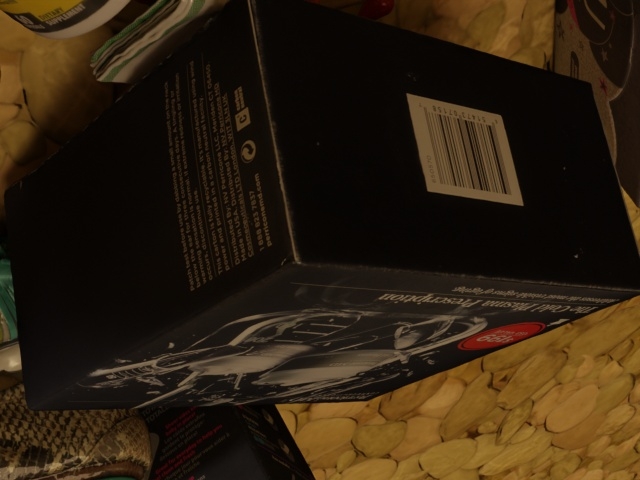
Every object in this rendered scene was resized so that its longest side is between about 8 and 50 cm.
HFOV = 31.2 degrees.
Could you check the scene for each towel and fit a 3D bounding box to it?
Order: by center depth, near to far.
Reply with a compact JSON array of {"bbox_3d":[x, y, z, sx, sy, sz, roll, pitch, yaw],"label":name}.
[{"bbox_3d":[-0.060,-0.120,0.760,0.152,0.023,0.113,9,156,-42],"label":"towel"}]

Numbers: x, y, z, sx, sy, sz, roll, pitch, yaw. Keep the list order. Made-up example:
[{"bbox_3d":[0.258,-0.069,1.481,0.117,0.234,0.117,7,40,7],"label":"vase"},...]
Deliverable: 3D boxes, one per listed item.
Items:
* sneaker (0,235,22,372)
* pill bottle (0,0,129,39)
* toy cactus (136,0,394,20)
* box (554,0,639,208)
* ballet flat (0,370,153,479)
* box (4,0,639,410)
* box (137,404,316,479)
[{"bbox_3d":[-0.264,0.042,0.896,0.275,0.107,0.110,-11,124,-36],"label":"sneaker"},{"bbox_3d":[-0.195,-0.211,0.636,0.119,0.119,0.208,-42,140,12],"label":"pill bottle"},{"bbox_3d":[-0.062,-0.153,0.818,0.219,0.112,0.180,6,138,-49],"label":"toy cactus"},{"bbox_3d":[0.291,-0.180,0.965,0.142,0.163,0.247,-21,140,-9],"label":"box"},{"bbox_3d":[-0.375,0.183,0.888,0.483,0.182,0.164,-14,158,-26],"label":"ballet flat"},{"bbox_3d":[0.000,0.000,0.842,0.343,0.178,0.312,6,156,-41],"label":"box"},{"bbox_3d":[-0.103,0.232,1.048,0.165,0.270,0.143,-37,142,5],"label":"box"}]
